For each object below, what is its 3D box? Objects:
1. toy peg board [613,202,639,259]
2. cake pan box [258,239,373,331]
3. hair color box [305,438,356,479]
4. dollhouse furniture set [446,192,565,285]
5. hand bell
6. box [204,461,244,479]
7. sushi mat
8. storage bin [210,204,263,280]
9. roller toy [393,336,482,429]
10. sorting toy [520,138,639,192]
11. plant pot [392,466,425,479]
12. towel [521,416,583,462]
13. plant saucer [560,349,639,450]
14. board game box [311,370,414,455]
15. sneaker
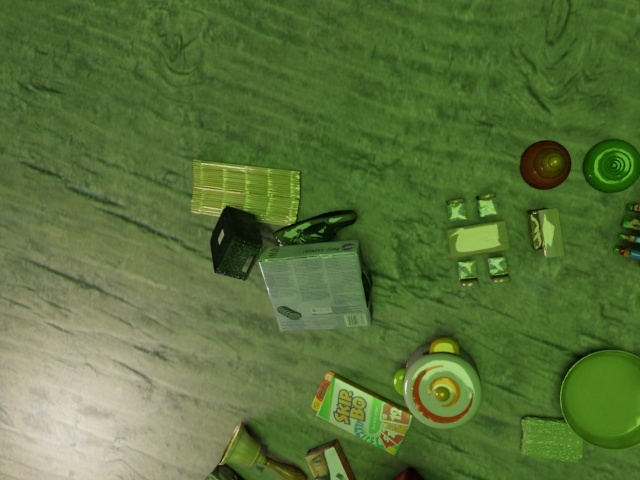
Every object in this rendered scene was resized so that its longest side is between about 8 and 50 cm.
[{"bbox_3d":[0.727,-0.018,1.204,0.079,0.160,0.161,16,98,26],"label":"toy peg board"},{"bbox_3d":[-0.002,0.120,1.359,0.267,0.070,0.246,-6,125,14],"label":"cake pan box"},{"bbox_3d":[0.036,0.645,1.456,0.093,0.053,0.167,-25,88,14],"label":"hair color box"},{"bbox_3d":[0.428,-0.008,1.260,0.242,0.161,0.212,-9,93,13],"label":"dollhouse furniture set"},{"bbox_3d":[-0.146,0.619,1.484,0.242,0.126,0.126,29,100,-5],"label":"hand bell"},{"bbox_3d":[-0.290,0.888,1.525,0.318,0.097,0.395,40,100,8],"label":"box"},{"bbox_3d":[-0.208,-0.131,1.462,0.316,0.019,0.151,8,97,12],"label":"sushi mat"},{"bbox_3d":[-0.222,0.005,1.380,0.084,0.180,0.122,17,115,-26],"label":"storage bin"},{"bbox_3d":[0.305,0.359,1.325,0.191,0.146,0.209,44,101,5],"label":"roller toy"},{"bbox_3d":[0.658,-0.174,1.216,0.365,0.126,0.127,3,95,13],"label":"sorting toy"},{"bbox_3d":[0.219,0.738,1.330,0.267,0.236,0.267,46,103,5],"label":"plant pot"},{"bbox_3d":[0.583,0.499,1.338,0.148,0.027,0.110,1,96,11],"label":"towel"},{"bbox_3d":[0.701,0.382,1.286,0.241,0.037,0.241,0,90,6],"label":"plant saucer"},{"bbox_3d":[0.109,0.464,1.436,0.259,0.039,0.124,24,99,12],"label":"board game box"},{"bbox_3d":[0.000,0.000,1.397,0.227,0.087,0.130,-20,100,9],"label":"sneaker"}]
